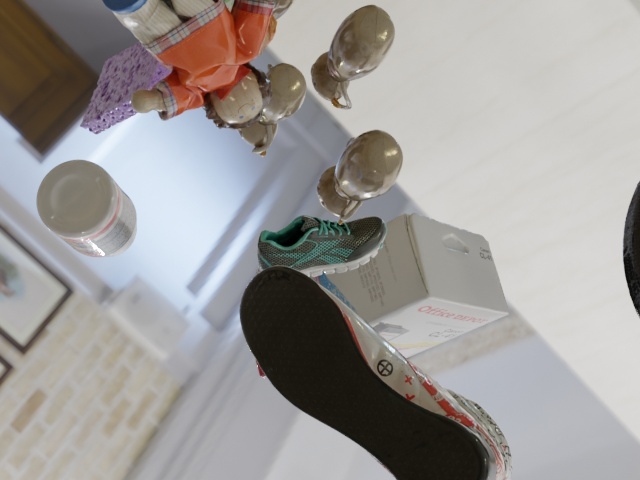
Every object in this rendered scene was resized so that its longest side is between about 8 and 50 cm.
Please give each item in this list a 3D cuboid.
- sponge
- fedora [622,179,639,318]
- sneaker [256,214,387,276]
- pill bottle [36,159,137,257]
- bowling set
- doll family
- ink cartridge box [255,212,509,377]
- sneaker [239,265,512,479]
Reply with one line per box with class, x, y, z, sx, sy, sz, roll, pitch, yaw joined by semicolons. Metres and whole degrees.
sponge;-0.260;-0.224;1.531;0.210;0.031;0.117;-14;-128;53
fedora;0.518;0.008;1.285;0.334;0.152;0.334;-16;-117;34
sneaker;0.000;0.000;1.298;0.166;0.076;0.065;-21;-139;-11
pill bottle;-0.310;-0.035;1.509;0.108;0.108;0.180;-47;167;-7
bowling set;-0.037;-0.168;0.975;0.154;0.199;0.287;148;-54;-71
doll family;-0.019;-0.178;0.607;0.263;0.163;0.118;-41;-121;0
ink cartridge box;0.077;0.094;1.577;0.306;0.226;0.131;-27;-114;32
sneaker;0.050;0.132;0.950;0.090;0.270;0.145;-52;155;3
